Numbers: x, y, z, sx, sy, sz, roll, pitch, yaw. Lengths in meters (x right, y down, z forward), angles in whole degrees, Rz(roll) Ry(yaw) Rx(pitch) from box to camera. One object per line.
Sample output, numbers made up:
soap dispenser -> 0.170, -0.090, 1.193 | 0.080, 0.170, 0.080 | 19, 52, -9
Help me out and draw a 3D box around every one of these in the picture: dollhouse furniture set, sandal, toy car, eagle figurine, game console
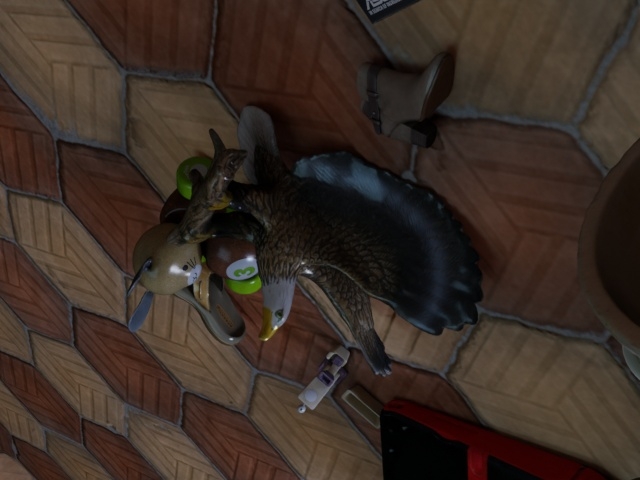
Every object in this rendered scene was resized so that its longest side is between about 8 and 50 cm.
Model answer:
dollhouse furniture set -> 0.031, 0.209, 1.348 | 0.114, 0.081, 0.091 | 40, 148, 4
sandal -> -0.152, 0.063, 1.396 | 0.049, 0.072, 0.180 | -25, 111, 39
toy car -> -0.161, 0.026, 1.244 | 0.149, 0.188, 0.155 | 32, 146, 17
eagle figurine -> -0.004, 0.011, 1.106 | 0.298, 0.225, 0.226 | 19, -164, -15
game console -> 0.222, 0.410, 1.309 | 0.342, 0.060, 0.386 | 17, 121, 42

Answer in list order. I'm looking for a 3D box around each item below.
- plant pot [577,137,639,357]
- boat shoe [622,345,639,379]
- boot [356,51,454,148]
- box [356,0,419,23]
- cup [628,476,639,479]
plant pot -> 0.366, 0.070, 0.604 | 0.334, 0.334, 0.305 | -3, 128, 49
boat shoe -> 0.402, 0.114, 0.824 | 0.324, 0.116, 0.097 | 15, 180, 18
boot -> 0.072, -0.138, 0.948 | 0.087, 0.042, 0.118 | 37, 141, 24
box -> 0.082, -0.306, 0.707 | 0.307, 0.076, 0.242 | -15, 116, 53
cup -> 0.404, 0.304, 0.833 | 0.331, 0.237, 0.331 | -26, -90, -88
